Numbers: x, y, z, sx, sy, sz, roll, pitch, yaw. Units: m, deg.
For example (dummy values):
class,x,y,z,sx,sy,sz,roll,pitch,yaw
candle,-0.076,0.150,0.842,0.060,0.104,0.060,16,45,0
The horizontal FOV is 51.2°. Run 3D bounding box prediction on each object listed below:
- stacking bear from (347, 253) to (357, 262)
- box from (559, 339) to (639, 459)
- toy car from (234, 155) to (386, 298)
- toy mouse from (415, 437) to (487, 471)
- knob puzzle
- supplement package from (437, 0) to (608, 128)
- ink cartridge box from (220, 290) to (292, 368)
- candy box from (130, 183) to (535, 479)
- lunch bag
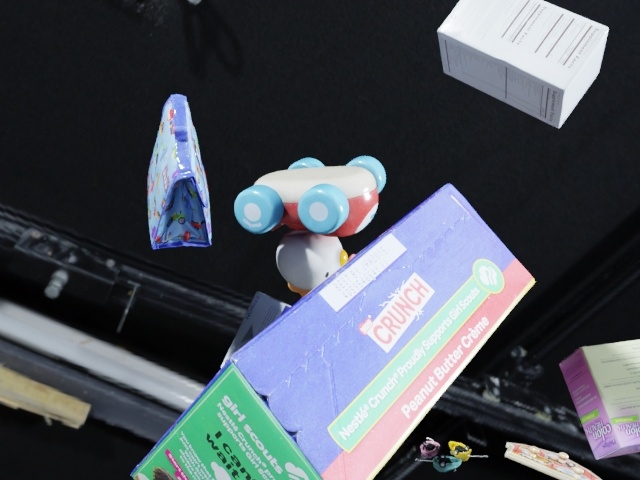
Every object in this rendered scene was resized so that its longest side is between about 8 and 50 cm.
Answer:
class,x,y,z,sx,sy,sz,roll,pitch,yaw
stacking bear,0.034,0.202,1.637,0.175,0.164,0.289,43,-69,-10
box,0.730,0.373,1.593,0.214,0.242,0.117,-5,-31,-14
toy car,0.000,0.000,1.109,0.211,0.219,0.237,1,-69,24
toy mouse,0.275,0.500,1.541,0.143,0.161,0.031,-8,-78,-33
knob puzzle,0.467,0.436,1.331,0.213,0.213,0.029,18,-91,-11
supplement package,0.347,-0.328,1.164,0.133,0.244,0.139,-54,-22,-7
ink cartridge box,-0.139,0.250,1.621,0.045,0.224,0.223,29,-98,-32
candy box,0.000,0.128,0.588,0.122,0.268,0.317,48,-39,9
lunch bag,-0.307,-0.151,1.441,0.138,0.220,0.293,-3,-31,-13
